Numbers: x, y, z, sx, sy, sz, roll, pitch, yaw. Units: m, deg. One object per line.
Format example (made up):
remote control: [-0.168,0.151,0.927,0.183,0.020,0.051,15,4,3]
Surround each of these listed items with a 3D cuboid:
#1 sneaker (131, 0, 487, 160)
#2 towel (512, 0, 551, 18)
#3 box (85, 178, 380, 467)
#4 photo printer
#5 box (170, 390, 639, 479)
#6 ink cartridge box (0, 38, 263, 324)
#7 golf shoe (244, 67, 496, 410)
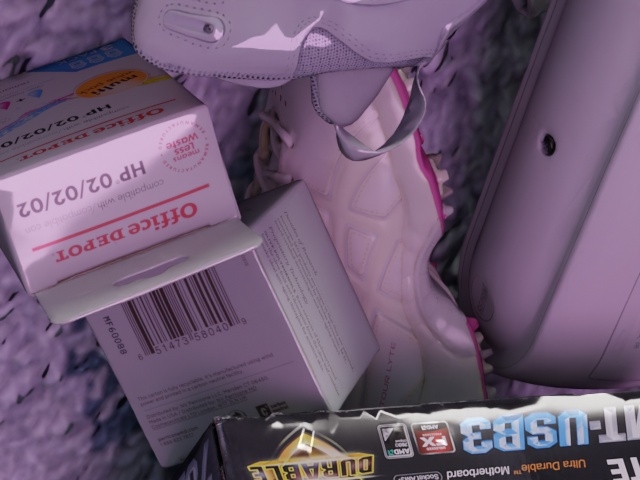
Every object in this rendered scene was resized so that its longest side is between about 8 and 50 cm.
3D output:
sneaker: [-0.061,-0.196,0.733,0.366,0.137,0.210,31,97,-7]
towel: [0.195,-0.332,0.857,0.374,0.090,0.320,-36,119,-7]
box: [-0.043,0.040,0.824,0.101,0.087,0.102,-20,103,23]
photo printer: [0.219,-0.046,0.918,0.256,0.107,0.307,-6,133,-26]
box: [0.044,0.172,0.896,0.293,0.073,0.295,-1,150,-24]
ink cartridge box: [-0.107,-0.034,0.787,0.104,0.181,0.062,-22,116,-14]
golf shoe: [0.000,0.000,0.888,0.140,0.115,0.306,-18,111,-7]
